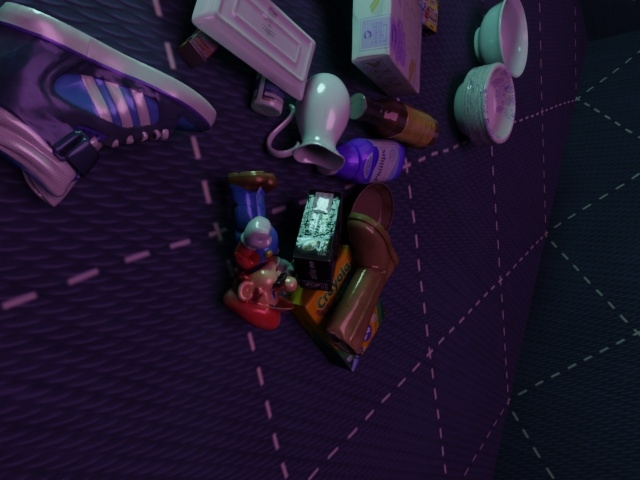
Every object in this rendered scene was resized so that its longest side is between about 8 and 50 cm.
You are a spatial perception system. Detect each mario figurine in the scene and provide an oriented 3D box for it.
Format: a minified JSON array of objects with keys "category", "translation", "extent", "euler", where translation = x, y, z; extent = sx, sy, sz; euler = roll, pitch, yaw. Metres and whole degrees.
[{"category":"mario figurine","translation":[-0.100,0.023,0.826],"extent":[0.198,0.170,0.320],"euler":[-10,99,-47]}]

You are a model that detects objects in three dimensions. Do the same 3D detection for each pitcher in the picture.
[{"category":"pitcher","translation":[-0.024,-0.269,0.913],"extent":[0.125,0.178,0.207],"euler":[101,-4,-69]}]

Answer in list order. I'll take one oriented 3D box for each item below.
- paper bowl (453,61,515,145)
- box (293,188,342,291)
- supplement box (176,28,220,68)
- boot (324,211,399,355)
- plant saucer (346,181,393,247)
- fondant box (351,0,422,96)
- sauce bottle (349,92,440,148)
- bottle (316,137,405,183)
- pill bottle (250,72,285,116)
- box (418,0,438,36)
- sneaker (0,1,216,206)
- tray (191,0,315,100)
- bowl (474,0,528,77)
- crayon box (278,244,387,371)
[{"category":"paper bowl","translation":[0.601,-0.496,1.510],"extent":[0.284,0.148,0.284],"euler":[-6,99,-46]},{"category":"box","translation":[0.000,0.000,0.913],"extent":[0.147,0.077,0.180],"euler":[84,16,-59]},{"category":"supplement box","translation":[-0.215,-0.365,0.748],"extent":[0.043,0.055,0.083],"euler":[48,60,-36]},{"category":"boot","translation":[0.085,0.104,0.961],"extent":[0.236,0.089,0.269],"euler":[49,61,-37]},{"category":"plant saucer","translation":[0.131,-0.066,1.128],"extent":[0.198,0.036,0.198],"euler":[-22,122,-41]},{"category":"fondant box","translation":[0.180,-0.531,1.041],"extent":[0.330,0.096,0.238],"euler":[-9,101,-64]},{"category":"sauce bottle","translation":[0.207,-0.338,1.149],"extent":[0.344,0.111,0.111],"euler":[2,92,-44]},{"category":"bottle","translation":[0.109,-0.208,1.063],"extent":[0.283,0.092,0.118],"euler":[-11,120,-45]},{"category":"pill bottle","translation":[-0.104,-0.330,0.857],"extent":[0.067,0.067,0.120],"euler":[16,83,-46]},{"category":"box","translation":[0.282,-0.742,1.231],"extent":[0.233,0.044,0.159],"euler":[0,94,-46]},{"category":"sneaker","translation":[-0.330,-0.157,0.613],"extent":[0.323,0.130,0.236],"euler":[17,92,-50]},{"category":"tray","translation":[-0.105,-0.398,0.776],"extent":[0.270,0.030,0.145],"euler":[21,78,-46]},{"category":"bowl","translation":[0.694,-0.776,1.589],"extent":[0.298,0.134,0.298],"euler":[-5,96,-46]},{"category":"crayon box","translation":[0.039,0.156,1.041],"extent":[0.203,0.083,0.323],"euler":[-53,127,-29]}]
